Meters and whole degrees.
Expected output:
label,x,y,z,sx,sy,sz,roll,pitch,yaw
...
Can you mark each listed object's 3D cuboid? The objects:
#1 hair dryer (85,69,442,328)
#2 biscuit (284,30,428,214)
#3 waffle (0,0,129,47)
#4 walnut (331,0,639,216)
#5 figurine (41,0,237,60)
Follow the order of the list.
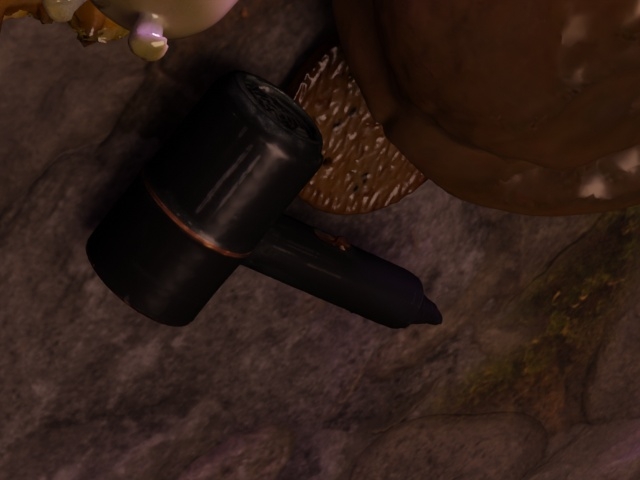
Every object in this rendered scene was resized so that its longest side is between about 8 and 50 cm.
label,x,y,z,sx,sy,sz,roll,pitch,yaw
hair dryer,0.000,0.000,1.291,0.352,0.107,0.189,22,115,-43
biscuit,0.044,-0.105,1.314,0.187,0.027,0.188,-17,129,-22
waffle,-0.169,-0.219,1.029,0.291,0.051,0.291,-30,141,-28
walnut,0.200,-0.216,1.122,0.383,0.383,0.384,-18,131,-23
figurine,-0.021,-0.256,0.979,0.394,0.226,0.274,-56,167,-22
